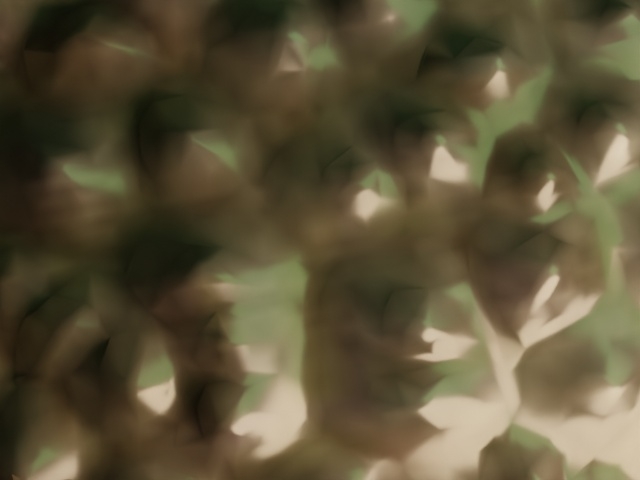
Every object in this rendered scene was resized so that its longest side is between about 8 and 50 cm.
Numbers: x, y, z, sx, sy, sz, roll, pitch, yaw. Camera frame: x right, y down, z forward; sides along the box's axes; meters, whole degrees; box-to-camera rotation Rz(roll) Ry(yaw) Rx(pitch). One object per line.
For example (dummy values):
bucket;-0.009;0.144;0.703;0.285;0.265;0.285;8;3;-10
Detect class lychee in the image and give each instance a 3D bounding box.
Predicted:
lychee;0.000;0.000;0.513;0.432;0.380;0.380;-7;92;-33
